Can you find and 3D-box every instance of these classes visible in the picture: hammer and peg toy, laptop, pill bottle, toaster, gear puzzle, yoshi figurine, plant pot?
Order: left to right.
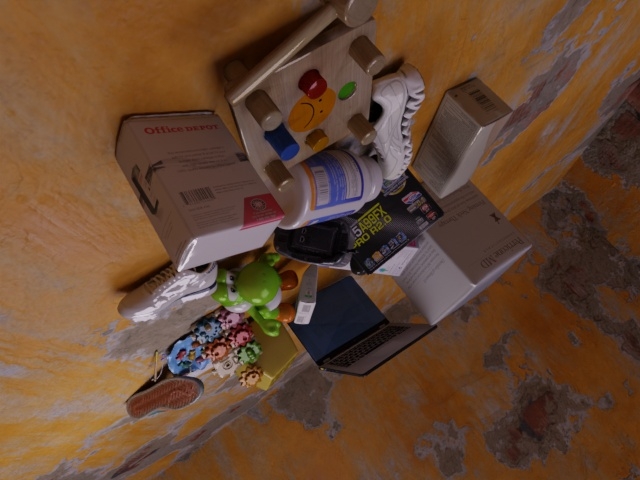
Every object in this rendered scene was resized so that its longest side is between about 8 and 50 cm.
[{"bbox_3d":[-0.270,0.357,1.480,0.175,0.044,0.339,-30,122,-17],"label":"gear puzzle"},{"bbox_3d":[-0.203,0.409,1.695,0.212,0.187,0.212,-41,164,-35],"label":"plant pot"},{"bbox_3d":[-0.149,0.140,1.287,0.203,0.203,0.362,-48,157,6],"label":"yoshi figurine"},{"bbox_3d":[-0.030,-0.243,0.736,0.265,0.127,0.361,-32,159,-10],"label":"hammer and peg toy"},{"bbox_3d":[0.000,0.000,1.202,0.146,0.226,0.129,27,75,-75],"label":"toaster"},{"bbox_3d":[0.011,-0.121,1.027,0.271,0.152,0.152,-16,151,-45],"label":"pill bottle"},{"bbox_3d":[0.132,0.293,1.743,0.381,0.237,0.407,-23,-174,-34],"label":"laptop"}]

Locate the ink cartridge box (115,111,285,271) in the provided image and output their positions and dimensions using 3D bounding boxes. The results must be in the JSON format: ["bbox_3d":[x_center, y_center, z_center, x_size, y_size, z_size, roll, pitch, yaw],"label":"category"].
[{"bbox_3d":[-0.182,-0.081,0.699,0.158,0.218,0.092,-17,157,-42],"label":"ink cartridge box"}]

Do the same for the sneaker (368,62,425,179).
[{"bbox_3d":[0.144,-0.248,1.049,0.118,0.110,0.292,-21,144,-14],"label":"sneaker"}]

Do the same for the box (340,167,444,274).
[{"bbox_3d":[0.167,-0.070,1.297,0.270,0.216,0.060,-39,-178,6],"label":"box"}]

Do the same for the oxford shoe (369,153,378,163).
[{"bbox_3d":[0.073,-0.136,1.200,0.227,0.083,0.096,-44,155,15],"label":"oxford shoe"}]

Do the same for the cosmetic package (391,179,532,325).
[{"bbox_3d":[0.448,0.019,1.698,0.329,0.394,0.328,-26,157,-29],"label":"cosmetic package"}]

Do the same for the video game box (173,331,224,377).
[{"bbox_3d":[-0.409,0.409,1.626,0.205,0.048,0.187,-25,159,-30],"label":"video game box"}]

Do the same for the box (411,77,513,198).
[{"bbox_3d":[0.384,-0.276,1.319,0.121,0.148,0.311,-29,160,-22],"label":"box"}]

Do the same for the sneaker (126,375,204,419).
[{"bbox_3d":[-0.496,0.510,1.567,0.301,0.108,0.121,-21,171,20],"label":"sneaker"}]

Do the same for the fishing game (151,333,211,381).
[{"bbox_3d":[-0.389,0.361,1.478,0.263,0.041,0.189,-5,129,-37],"label":"fishing game"}]

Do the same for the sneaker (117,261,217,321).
[{"bbox_3d":[-0.337,0.097,1.045,0.235,0.090,0.095,-26,145,-37],"label":"sneaker"}]

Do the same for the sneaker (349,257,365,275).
[{"bbox_3d":[0.135,-0.039,1.396,0.130,0.109,0.287,17,89,-49],"label":"sneaker"}]

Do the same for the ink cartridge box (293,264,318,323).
[{"bbox_3d":[-0.042,0.126,1.471,0.056,0.225,0.181,6,150,-6],"label":"ink cartridge box"}]

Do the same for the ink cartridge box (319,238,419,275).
[{"bbox_3d":[0.149,0.036,1.571,0.310,0.065,0.186,6,145,-12],"label":"ink cartridge box"}]
